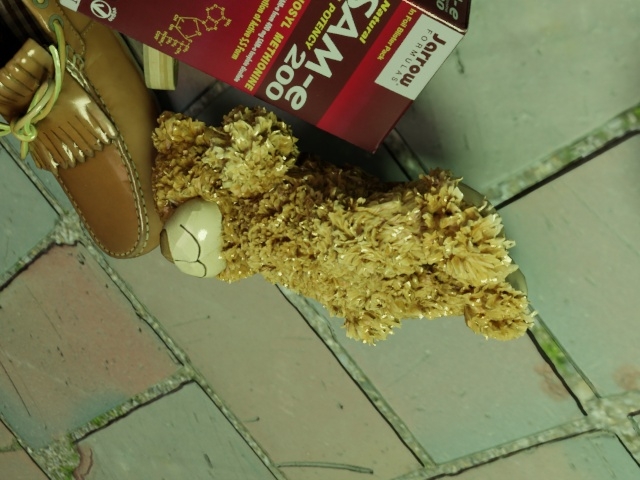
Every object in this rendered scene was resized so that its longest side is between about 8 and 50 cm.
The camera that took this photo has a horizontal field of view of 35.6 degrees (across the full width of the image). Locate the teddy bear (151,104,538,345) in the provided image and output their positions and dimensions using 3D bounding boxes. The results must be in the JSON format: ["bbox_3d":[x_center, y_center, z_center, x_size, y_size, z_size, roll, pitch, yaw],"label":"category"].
[{"bbox_3d":[0.000,0.000,0.753,0.338,0.113,0.245,20,164,15],"label":"teddy bear"}]

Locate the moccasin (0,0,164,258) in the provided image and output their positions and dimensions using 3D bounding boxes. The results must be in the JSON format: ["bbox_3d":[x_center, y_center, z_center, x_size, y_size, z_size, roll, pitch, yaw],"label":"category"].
[{"bbox_3d":[-0.236,-0.149,0.820,0.139,0.147,0.380,-1,119,36],"label":"moccasin"}]

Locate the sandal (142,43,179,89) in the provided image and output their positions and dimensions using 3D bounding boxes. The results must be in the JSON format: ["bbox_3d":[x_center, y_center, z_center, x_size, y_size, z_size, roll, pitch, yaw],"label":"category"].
[{"bbox_3d":[-0.092,-0.217,0.740,0.079,0.088,0.240,3,134,-4],"label":"sandal"}]

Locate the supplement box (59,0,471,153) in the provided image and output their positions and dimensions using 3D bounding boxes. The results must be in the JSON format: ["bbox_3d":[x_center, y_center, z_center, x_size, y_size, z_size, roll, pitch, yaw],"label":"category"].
[{"bbox_3d":[-0.035,-0.167,0.659,0.239,0.073,0.130,24,136,-14],"label":"supplement box"}]
